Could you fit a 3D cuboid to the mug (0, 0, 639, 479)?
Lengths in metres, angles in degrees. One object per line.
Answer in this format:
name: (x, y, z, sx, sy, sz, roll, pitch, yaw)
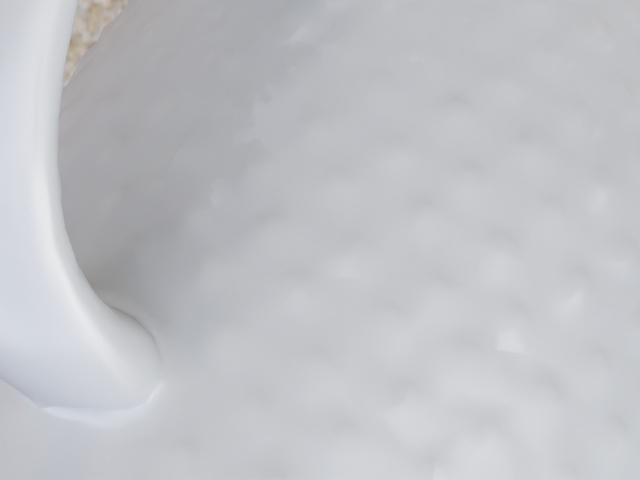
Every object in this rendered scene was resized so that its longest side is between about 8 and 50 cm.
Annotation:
mug: (0.000, 0.000, 0.516, 0.276, 0.328, 0.374, 8, 155, 31)
